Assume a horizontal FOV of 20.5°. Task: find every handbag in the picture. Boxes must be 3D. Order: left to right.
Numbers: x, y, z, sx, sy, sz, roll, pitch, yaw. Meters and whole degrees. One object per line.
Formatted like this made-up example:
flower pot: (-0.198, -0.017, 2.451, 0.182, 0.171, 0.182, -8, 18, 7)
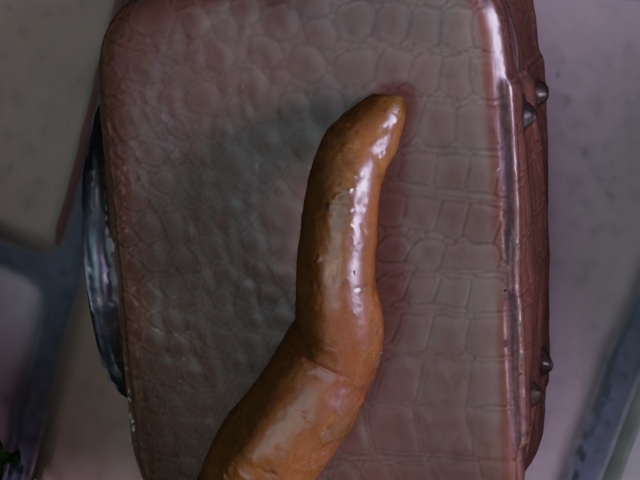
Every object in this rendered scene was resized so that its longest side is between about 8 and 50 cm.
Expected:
handbag: (0.000, 0.000, 0.581, 0.151, 0.072, 0.193, 2, 107, 15)

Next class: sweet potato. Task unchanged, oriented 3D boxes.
sweet potato: (-0.005, 0.041, 0.537, 0.044, 0.044, 0.179, 24, 111, 8)

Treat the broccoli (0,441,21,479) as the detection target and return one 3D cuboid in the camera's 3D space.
broccoli: (-0.235, 0.115, 0.599, 0.245, 0.265, 0.294, 30, 126, 46)
